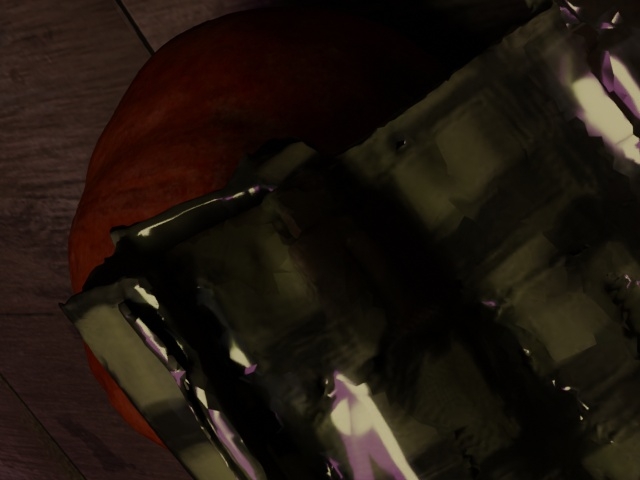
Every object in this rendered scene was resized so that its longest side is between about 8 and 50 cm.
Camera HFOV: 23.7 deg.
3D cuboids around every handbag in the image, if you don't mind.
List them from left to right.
[{"bbox_3d":[0.124,0.061,0.600,0.327,0.325,0.162,57,177,-13],"label":"handbag"}]

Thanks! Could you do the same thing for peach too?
[{"bbox_3d":[0.000,0.000,0.748,0.232,0.232,0.257,50,153,-13],"label":"peach"}]
